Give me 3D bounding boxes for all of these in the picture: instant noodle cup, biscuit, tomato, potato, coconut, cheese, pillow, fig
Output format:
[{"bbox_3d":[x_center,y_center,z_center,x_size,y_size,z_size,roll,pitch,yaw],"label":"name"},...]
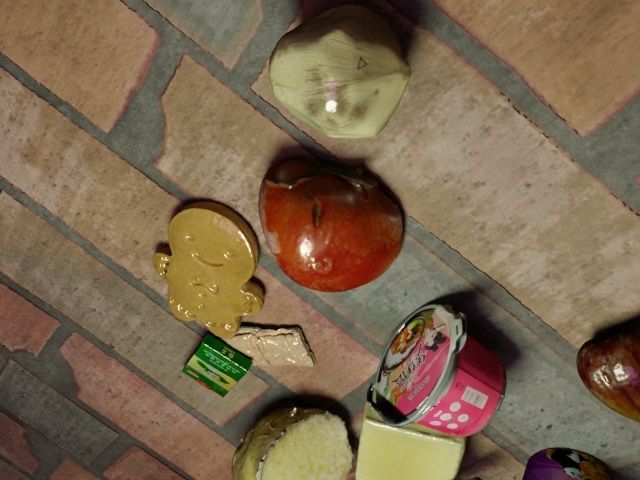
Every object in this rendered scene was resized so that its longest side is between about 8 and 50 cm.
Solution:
[{"bbox_3d":[0.253,0.280,1.512,0.181,0.258,0.302,29,142,-19],"label":"instant noodle cup"},{"bbox_3d":[-0.246,0.071,1.666,0.275,0.052,0.355,25,131,8],"label":"biscuit"},{"bbox_3d":[0.536,0.593,1.658,0.251,0.190,0.251,13,131,16],"label":"instant noodle cup"},{"bbox_3d":[-0.002,0.000,1.428,0.309,0.170,0.309,13,130,16],"label":"tomato"},{"bbox_3d":[-0.095,0.532,1.883,0.237,0.288,0.301,20,139,56],"label":"potato"},{"bbox_3d":[0.038,-0.262,1.177,0.224,0.224,0.224,13,131,15],"label":"coconut"},{"bbox_3d":[0.210,0.488,1.767,0.242,0.124,0.266,15,132,13],"label":"cheese"},{"bbox_3d":[-0.133,0.253,1.790,0.232,0.043,0.126,-1,132,22],"label":"pillow"},{"bbox_3d":[0.605,0.278,1.385,0.274,0.145,0.170,49,133,1],"label":"fig"}]

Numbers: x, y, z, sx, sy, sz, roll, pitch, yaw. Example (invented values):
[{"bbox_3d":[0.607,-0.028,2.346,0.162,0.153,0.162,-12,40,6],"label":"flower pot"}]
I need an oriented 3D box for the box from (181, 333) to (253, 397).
[{"bbox_3d":[-0.261,0.316,1.873,0.132,0.034,0.235,33,146,-5],"label":"box"}]

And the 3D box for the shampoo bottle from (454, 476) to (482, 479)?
[{"bbox_3d":[0.283,0.591,1.706,0.072,0.072,0.214,41,127,-11],"label":"shampoo bottle"}]
